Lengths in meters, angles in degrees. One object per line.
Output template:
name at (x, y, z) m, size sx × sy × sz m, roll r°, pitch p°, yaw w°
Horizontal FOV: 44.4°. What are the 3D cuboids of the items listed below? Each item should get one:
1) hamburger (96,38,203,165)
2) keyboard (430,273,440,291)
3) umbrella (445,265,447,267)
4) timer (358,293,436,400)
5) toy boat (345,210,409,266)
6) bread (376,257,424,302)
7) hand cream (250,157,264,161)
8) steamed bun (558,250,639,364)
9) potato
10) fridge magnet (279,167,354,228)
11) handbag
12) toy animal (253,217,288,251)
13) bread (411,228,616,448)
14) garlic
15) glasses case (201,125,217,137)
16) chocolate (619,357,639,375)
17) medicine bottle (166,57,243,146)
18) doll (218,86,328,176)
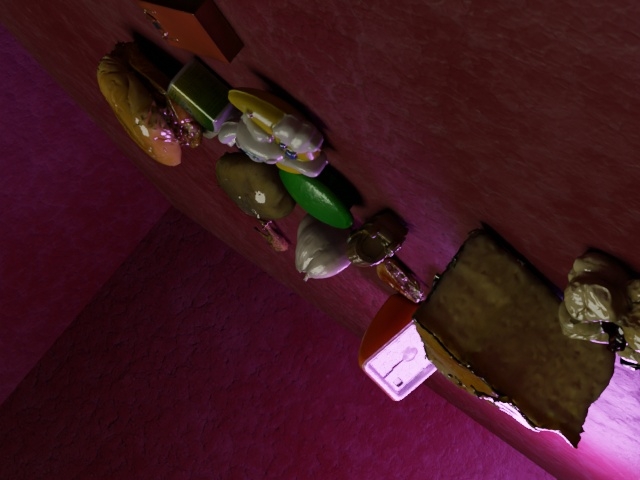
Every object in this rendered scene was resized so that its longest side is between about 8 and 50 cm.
hamburger at (-0.417, -0.326, 1.910) m, size 0.319 × 0.158 × 0.319 m, roll 52°, pitch 171°, yaw 12°
keyboard at (0.314, 0.157, 1.960) m, size 0.106 × 0.027 × 0.317 m, roll 37°, pitch 169°, yaw 14°
umbrella at (0.326, 0.108, 1.730) m, size 0.148 × 0.022 × 0.022 m, roll 39°, pitch 127°, yaw -3°
timer at (0.237, 0.319, 2.286) m, size 0.161 × 0.250 × 0.257 m, roll 29°, pitch 166°, yaw 44°
toy boat at (0.113, 0.007, 1.760) m, size 0.089 × 0.115 × 0.310 m, roll 40°, pitch 170°, yaw -5°
bread at (0.190, 0.091, 2.026) m, size 0.154 × 0.054 × 0.136 m, roll 49°, pitch 165°, yaw -20°
hand cream at (-0.139, -0.223, 1.848) m, size 0.084 × 0.053 × 0.142 m, roll 26°, pitch 161°, yaw -5°
steamed bun at (0.434, 0.116, 1.160) m, size 0.177 × 0.106 × 0.192 m, roll 36°, pitch 171°, yaw 22°
potato at (-0.176, -0.147, 2.036) m, size 0.296 × 0.141 × 0.192 m, roll 30°, pitch 164°, yaw 50°
fridge magnet at (-0.005, -0.105, 1.762) m, size 0.208 × 0.088 × 0.208 m, roll 37°, pitch 168°, yaw 9°
handbag at (-0.241, -0.397, 1.423) m, size 0.190 × 0.063 × 0.127 m, roll 25°, pitch 164°, yaw 39°
toy animal at (-0.172, -0.017, 2.796) m, size 0.149 × 0.054 × 0.275 m, roll 42°, pitch 172°, yaw -1°
bread at (0.334, 0.169, 1.365) m, size 0.315 × 0.248 × 0.279 m, roll 27°, pitch 167°, yaw 33°
garlic at (0.000, 0.000, 1.983) m, size 0.143 × 0.178 × 0.229 m, roll 61°, pitch 176°, yaw -27°
glasses case at (-0.285, -0.301, 1.986) m, size 0.081 × 0.051 × 0.204 m, roll 46°, pitch 168°, yaw -12°
chocolate at (0.551, 0.215, 1.307) m, size 0.147 × 0.070 × 0.072 m, roll 46°, pitch -165°, yaw -32°
medicine bottle at (-0.240, -0.301, 1.733) m, size 0.188 × 0.088 × 0.132 m, roll 41°, pitch 169°, yaw -10°
doll at (-0.099, -0.209, 1.568) m, size 0.252 × 0.111 × 0.237 m, roll 26°, pitch 165°, yaw 6°
